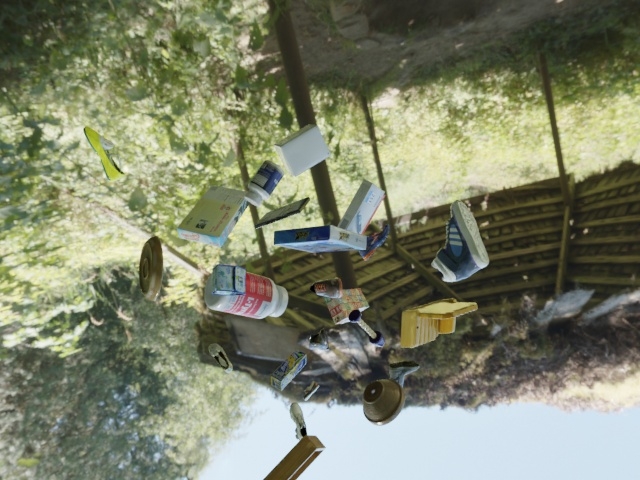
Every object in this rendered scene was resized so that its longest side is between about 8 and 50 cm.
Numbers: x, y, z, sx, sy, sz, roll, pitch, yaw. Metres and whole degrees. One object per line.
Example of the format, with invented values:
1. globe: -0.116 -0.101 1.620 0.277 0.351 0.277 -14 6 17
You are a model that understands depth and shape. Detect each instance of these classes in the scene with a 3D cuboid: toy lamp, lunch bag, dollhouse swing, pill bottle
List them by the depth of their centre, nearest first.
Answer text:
1. pill bottle: -0.221 -0.219 1.587 0.169 0.094 0.094 -58 -162 -9
2. lunch bag: -0.413 0.183 1.872 0.151 0.129 0.096 10 156 -32
3. toy lamp: 0.242 0.452 2.077 0.080 0.275 0.080 -27 -147 20
4. pill bottle: -0.383 0.287 2.172 0.407 0.229 0.229 21 162 -39
5. dollhouse swing: 0.695 0.494 2.342 0.346 0.316 0.304 -8 -166 -34

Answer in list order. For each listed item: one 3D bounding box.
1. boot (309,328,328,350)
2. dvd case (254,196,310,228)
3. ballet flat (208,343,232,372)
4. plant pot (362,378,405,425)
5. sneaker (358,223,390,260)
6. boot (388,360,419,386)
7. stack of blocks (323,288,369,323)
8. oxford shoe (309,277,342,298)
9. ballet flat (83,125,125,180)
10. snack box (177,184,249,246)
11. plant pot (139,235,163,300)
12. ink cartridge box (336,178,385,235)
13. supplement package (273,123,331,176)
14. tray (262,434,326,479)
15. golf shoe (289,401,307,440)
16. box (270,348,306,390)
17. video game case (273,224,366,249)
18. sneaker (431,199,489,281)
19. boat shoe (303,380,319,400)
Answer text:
1. boot: -0.014 0.522 2.123 0.106 0.082 0.219 -5 143 2
2. dvd case: -0.182 -0.133 1.966 0.252 0.022 0.180 -18 -161 22
3. ballet flat: -0.456 0.526 1.856 0.057 0.168 0.052 -44 155 -13
4. plant pot: 0.290 0.775 2.018 0.237 0.110 0.237 -34 -157 17
5. sneaker: 0.277 -0.002 2.106 0.221 0.087 0.083 -48 171 -3
6. boot: 0.442 0.767 2.227 0.189 0.209 0.076 -2 -169 -9
7. stack of blocks: 0.165 0.382 2.403 0.087 0.171 0.297 -37 157 29
8. oxford shoe: 0.027 0.228 1.922 0.098 0.097 0.271 -2 171 -20
9. ballet flat: -0.849 -0.348 1.624 0.077 0.231 0.077 -16 -149 -5
10. snack box: -0.442 -0.112 1.736 0.186 0.060 0.322 12 -137 9
11. plant pot: -0.617 0.099 1.475 0.032 0.237 0.236 5 175 -37
12. ink cartridge box: 0.221 -0.126 2.030 0.066 0.297 0.261 33 -173 34
13. supplement package: -0.108 -0.540 2.439 0.261 0.204 0.145 -33 -153 -10
14. tray: -0.164 0.949 1.616 0.411 0.076 0.203 -43 154 -10
15. golf shoe: -0.096 0.867 1.966 0.069 0.176 0.086 -11 166 -29
16. box: -0.126 0.516 1.638 0.054 0.059 0.169 22 -142 28
17. video game case: 0.000 0.000 1.568 0.269 0.061 0.244 -4 170 37
18. sneaker: 0.547 0.014 1.731 0.130 0.323 0.236 13 145 -41
19. boat shoe: -0.055 0.769 2.092 0.049 0.043 0.137 -59 163 26
